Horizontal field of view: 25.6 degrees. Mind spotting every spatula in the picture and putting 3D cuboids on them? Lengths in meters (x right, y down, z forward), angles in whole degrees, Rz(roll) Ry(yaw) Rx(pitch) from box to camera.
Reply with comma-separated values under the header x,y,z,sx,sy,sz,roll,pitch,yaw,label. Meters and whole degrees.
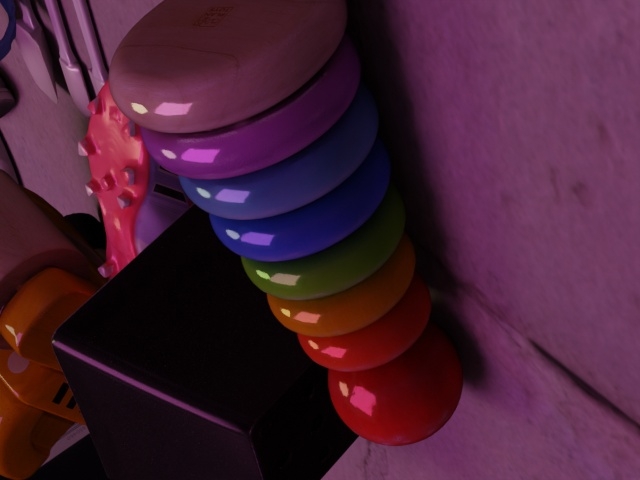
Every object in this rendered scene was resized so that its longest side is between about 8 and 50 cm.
x,y,z,sx,sy,sz,roll,pitch,yaw,label
-0.232,-0.193,1.210,0.168,0.019,0.242,40,154,37,spatula

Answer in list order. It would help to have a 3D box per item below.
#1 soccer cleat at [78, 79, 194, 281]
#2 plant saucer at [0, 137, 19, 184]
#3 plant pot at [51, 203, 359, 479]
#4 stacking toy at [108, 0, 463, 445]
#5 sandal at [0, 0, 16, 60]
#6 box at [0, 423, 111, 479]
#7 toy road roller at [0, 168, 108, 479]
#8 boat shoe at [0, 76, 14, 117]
x,y,z,sx,sy,sz,roll,pitch,yaw,label
-0.140,-0.037,1.175,0.083,0.095,0.248,32,135,37,soccer cleat
-0.518,-0.163,1.746,0.400,0.100,0.400,44,155,27,plant saucer
-0.065,0.108,1.094,0.167,0.187,0.188,27,146,31,plant pot
0.000,0.000,0.865,0.141,0.141,0.330,28,151,49,stacking toy
-0.342,-0.263,1.198,0.138,0.126,0.317,27,146,47,sandal
-0.361,0.331,1.975,0.293,0.212,0.395,45,155,25,box
-0.290,0.093,1.350,0.202,0.240,0.329,43,-178,29,toy road roller
-0.465,-0.149,1.538,0.320,0.118,0.103,-6,103,40,boat shoe
